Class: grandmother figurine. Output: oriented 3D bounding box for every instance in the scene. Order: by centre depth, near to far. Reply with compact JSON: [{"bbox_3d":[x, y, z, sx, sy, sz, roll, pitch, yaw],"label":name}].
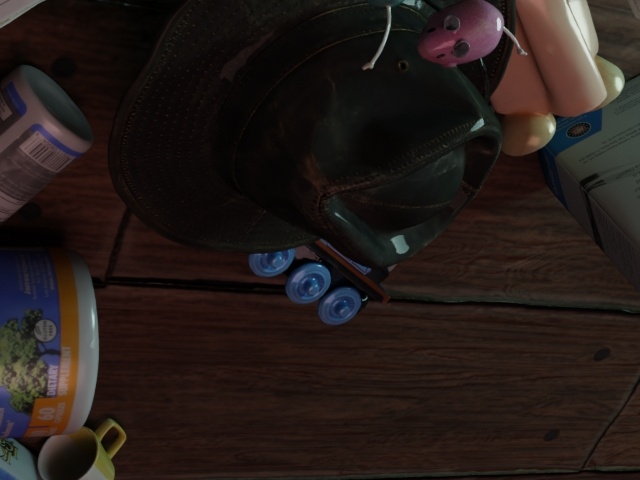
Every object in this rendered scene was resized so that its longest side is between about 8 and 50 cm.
[{"bbox_3d":[0.140,-0.220,0.834,0.208,0.104,0.342,-40,136,-1],"label":"grandmother figurine"}]

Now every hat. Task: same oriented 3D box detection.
[{"bbox_3d":[0.027,-0.060,0.759,0.331,0.134,0.331,-23,148,-15],"label":"hat"}]

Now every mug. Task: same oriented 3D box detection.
[{"bbox_3d":[-0.222,0.217,1.061,0.078,0.062,0.064,-22,141,3],"label":"mug"}]

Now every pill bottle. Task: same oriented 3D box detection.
[{"bbox_3d":[-0.241,-0.057,0.810,0.137,0.078,0.078,-38,133,10],"label":"pill bottle"},{"bbox_3d":[-0.318,0.079,0.839,0.272,0.152,0.152,0,127,-25],"label":"pill bottle"}]

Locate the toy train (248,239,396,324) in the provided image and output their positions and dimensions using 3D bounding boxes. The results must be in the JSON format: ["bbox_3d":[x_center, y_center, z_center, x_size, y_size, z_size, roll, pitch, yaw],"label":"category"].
[{"bbox_3d":[0.000,0.000,0.968,0.105,0.080,0.184,-45,131,8],"label":"toy train"}]

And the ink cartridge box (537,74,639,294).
[{"bbox_3d":[0.304,-0.049,0.975,0.148,0.203,0.086,-26,133,-1],"label":"ink cartridge box"}]

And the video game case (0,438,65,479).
[{"bbox_3d":[-0.390,0.275,1.033,0.269,0.061,0.244,-33,134,5],"label":"video game case"}]

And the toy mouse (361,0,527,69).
[{"bbox_3d":[0.070,-0.155,0.676,0.161,0.031,0.143,49,61,-21],"label":"toy mouse"}]

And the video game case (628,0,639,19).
[{"bbox_3d":[0.277,-0.305,0.825,0.212,0.023,0.193,-50,133,-9],"label":"video game case"}]

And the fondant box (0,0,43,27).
[{"bbox_3d":[-0.264,-0.271,0.512,0.096,0.238,0.330,-29,134,-1],"label":"fondant box"}]
